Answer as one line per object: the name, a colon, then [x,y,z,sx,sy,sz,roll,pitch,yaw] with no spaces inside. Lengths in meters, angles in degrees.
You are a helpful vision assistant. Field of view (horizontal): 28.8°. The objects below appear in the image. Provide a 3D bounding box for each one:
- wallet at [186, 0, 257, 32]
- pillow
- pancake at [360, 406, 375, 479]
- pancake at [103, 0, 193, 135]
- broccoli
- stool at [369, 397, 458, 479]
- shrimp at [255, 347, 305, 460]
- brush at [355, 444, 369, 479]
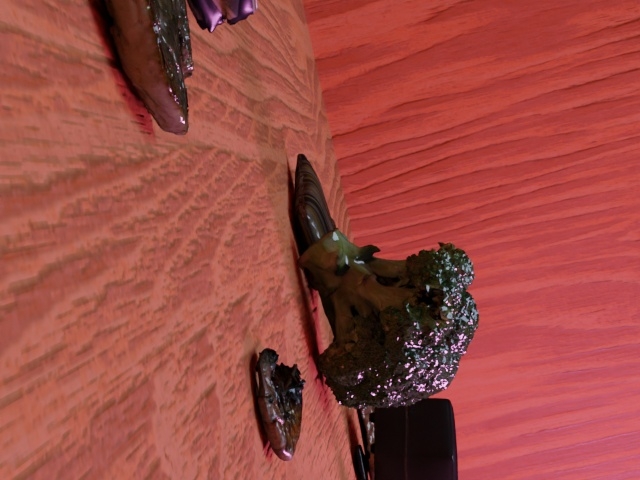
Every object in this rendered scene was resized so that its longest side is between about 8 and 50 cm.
wallet: [-0.121,-0.325,1.097,0.250,0.075,0.176,74,0,-50]
pillow: [0.000,0.000,1.877,0.212,0.052,0.208,-96,169,-62]
pancake: [0.107,0.379,2.302,0.222,0.042,0.236,70,8,-47]
pancake: [-0.128,-0.201,0.867,0.253,0.037,0.254,-13,90,-87]
broccoli: [0.088,0.095,1.709,0.270,0.270,0.270,48,1,7]
stool: [0.150,0.365,2.017,0.232,0.141,0.232,0,90,-87]
shrimp: [-0.036,0.134,1.140,0.161,0.034,0.091,-88,164,-70]
brush: [0.069,0.361,2.012,0.193,0.016,0.063,52,28,-80]
